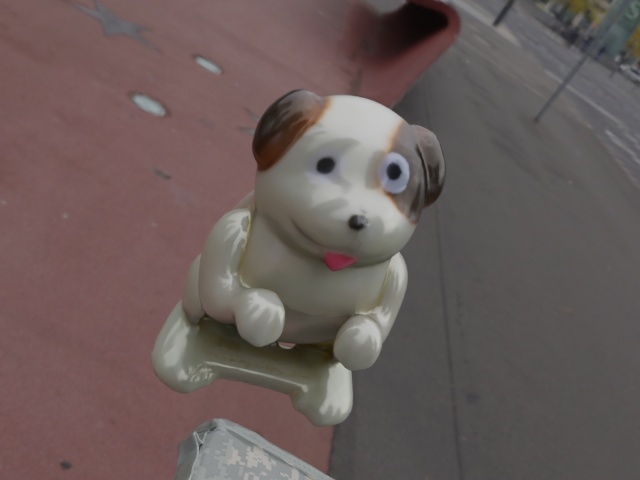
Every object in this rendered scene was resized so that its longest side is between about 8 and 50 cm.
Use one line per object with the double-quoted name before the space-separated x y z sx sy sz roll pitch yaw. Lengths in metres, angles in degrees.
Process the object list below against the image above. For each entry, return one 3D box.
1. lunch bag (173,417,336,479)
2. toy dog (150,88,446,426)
"lunch bag" -0.049 0.330 0.779 0.287 0.169 0.235 45 27 -21
"toy dog" 0.000 0.000 1.080 0.284 0.408 0.395 23 50 -6
